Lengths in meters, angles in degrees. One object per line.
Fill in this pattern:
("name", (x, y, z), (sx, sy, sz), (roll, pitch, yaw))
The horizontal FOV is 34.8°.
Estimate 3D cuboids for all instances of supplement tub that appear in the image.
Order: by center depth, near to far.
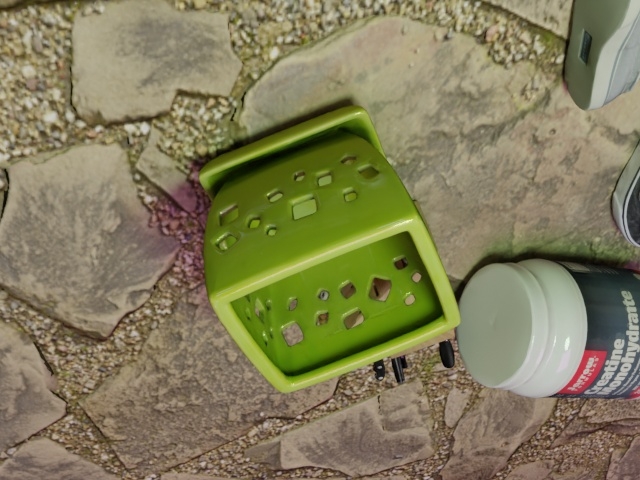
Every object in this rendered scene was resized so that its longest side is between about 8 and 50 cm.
("supplement tub", (0.347, 0.125, 1.426), (0.272, 0.191, 0.191), (5, 137, -28))

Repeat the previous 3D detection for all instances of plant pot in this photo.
("plant pot", (0.000, 0.000, 1.110), (0.227, 0.207, 0.228), (-21, 143, 5))

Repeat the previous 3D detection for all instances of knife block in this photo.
("knife block", (0.136, 0.084, 1.373), (0.242, 0.088, 0.276), (11, 134, -34))

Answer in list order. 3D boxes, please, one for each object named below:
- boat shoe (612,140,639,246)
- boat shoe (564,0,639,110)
("boat shoe", (0.456, -0.073, 1.292), (0.108, 0.102, 0.301), (-10, 142, -11))
("boat shoe", (0.316, -0.230, 1.068), (0.081, 0.079, 0.227), (-21, 149, -12))
